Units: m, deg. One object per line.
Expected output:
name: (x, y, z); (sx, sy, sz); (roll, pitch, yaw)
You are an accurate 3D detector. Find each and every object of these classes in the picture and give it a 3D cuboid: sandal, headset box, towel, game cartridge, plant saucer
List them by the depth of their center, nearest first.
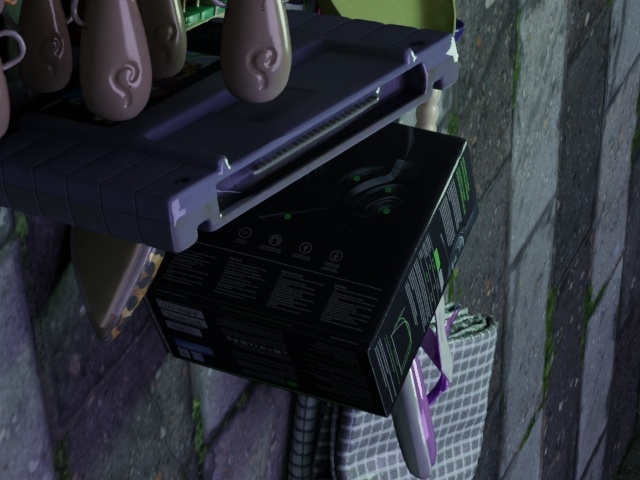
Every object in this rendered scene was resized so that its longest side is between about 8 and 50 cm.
game cartridge: (-0.082, -0.106, 1.507); (0.355, 0.230, 0.068); (-34, 130, -41)
headset box: (0.000, 0.000, 1.858); (0.131, 0.246, 0.283); (73, 36, -54)
plant saucer: (0.052, -0.282, 1.940); (0.241, 0.037, 0.241); (28, 50, -40)
sandal: (0.108, 0.071, 2.143); (0.169, 0.102, 0.416); (75, 5, -58)
towel: (0.097, 0.216, 2.321); (0.284, 0.121, 0.235); (-13, 119, -43)

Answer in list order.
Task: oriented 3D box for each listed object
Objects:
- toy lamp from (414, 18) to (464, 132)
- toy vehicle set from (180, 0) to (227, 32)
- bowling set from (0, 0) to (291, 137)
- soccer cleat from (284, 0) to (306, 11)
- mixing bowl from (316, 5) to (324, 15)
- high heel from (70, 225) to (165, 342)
toy lamp: (0.132, -0.144, 2.344); (0.080, 0.080, 0.274); (-39, 137, -58)
toy vehicle set: (-0.120, -0.268, 1.655); (0.267, 0.035, 0.166); (-36, 137, -59)
bowling set: (-0.177, -0.191, 1.436); (0.287, 0.200, 0.154); (-11, 117, -20)
soccer cleat: (-0.046, -0.249, 1.831); (0.179, 0.060, 0.072); (83, 31, -51)
mixing bowl: (0.075, -0.259, 2.084); (0.181, 0.098, 0.181); (14, 90, -69)
high heel: (-0.138, -0.027, 1.684); (0.186, 0.093, 0.261); (23, 73, -63)
